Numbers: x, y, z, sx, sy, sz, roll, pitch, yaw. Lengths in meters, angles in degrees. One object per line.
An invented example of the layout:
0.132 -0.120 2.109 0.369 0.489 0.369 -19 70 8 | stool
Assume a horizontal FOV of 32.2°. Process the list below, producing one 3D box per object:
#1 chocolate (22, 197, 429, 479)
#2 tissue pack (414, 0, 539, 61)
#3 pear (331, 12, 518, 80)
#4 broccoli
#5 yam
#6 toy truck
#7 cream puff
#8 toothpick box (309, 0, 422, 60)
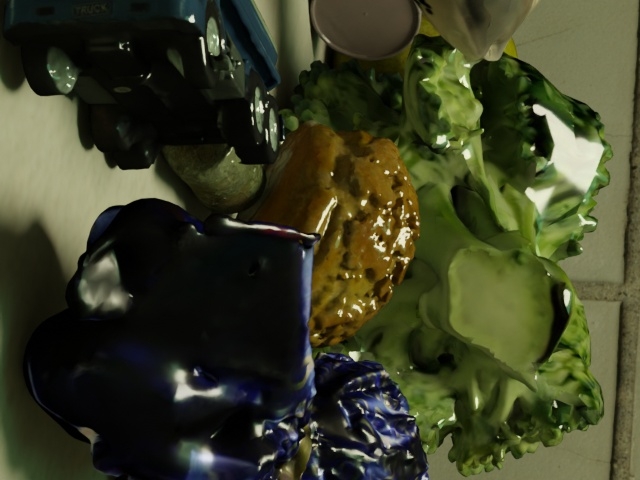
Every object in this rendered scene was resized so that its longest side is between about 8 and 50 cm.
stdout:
-0.035 0.082 0.500 0.126 0.148 0.343 64 3 24 | chocolate
0.080 -0.365 0.723 0.390 0.195 0.375 55 35 -52 | tissue pack
0.102 -0.157 1.099 0.200 0.200 0.200 4 90 -82 | pear
0.100 0.008 0.897 0.317 0.277 0.338 90 0 -72 | broccoli
-0.054 -0.040 0.592 0.094 0.043 0.043 67 28 -74 | yam
-0.057 -0.082 0.447 0.201 0.074 0.088 53 37 -78 | toy truck
0.002 0.001 0.658 0.144 0.103 0.126 -60 -164 0 | cream puff
0.050 -0.245 0.995 0.098 0.098 0.149 85 14 -48 | toothpick box
